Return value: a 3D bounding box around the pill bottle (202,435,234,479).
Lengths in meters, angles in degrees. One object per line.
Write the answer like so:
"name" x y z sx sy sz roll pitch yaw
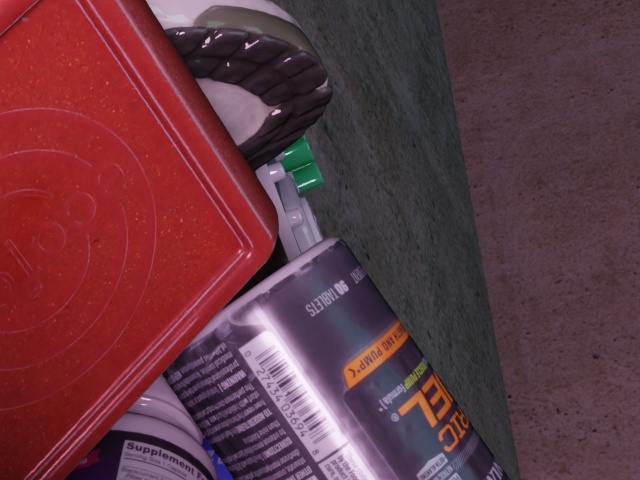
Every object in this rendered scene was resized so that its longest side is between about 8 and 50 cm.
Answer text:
"pill bottle" -0.044 0.201 0.783 0.152 0.152 0.272 57 24 -47

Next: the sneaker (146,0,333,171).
"sneaker" -0.181 -0.146 0.609 0.410 0.158 0.182 19 34 -49

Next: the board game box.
"board game box" 0.000 0.000 1.048 0.390 0.050 0.390 65 3 -70

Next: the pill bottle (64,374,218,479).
"pill bottle" -0.113 0.164 0.659 0.193 0.108 0.108 -87 156 -49

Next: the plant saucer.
"plant saucer" -0.139 0.006 0.526 0.048 0.258 0.259 28 -22 41

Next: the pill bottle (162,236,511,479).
"pill bottle" 0.027 0.131 0.677 0.246 0.130 0.130 55 17 0
